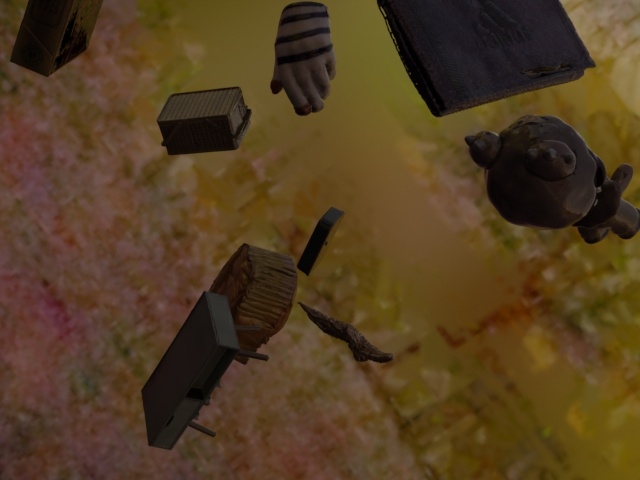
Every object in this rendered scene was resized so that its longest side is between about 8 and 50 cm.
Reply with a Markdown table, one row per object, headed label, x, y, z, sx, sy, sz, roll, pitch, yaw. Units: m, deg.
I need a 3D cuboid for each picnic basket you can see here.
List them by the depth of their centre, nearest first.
| label | x | y | z | sx | sy | sz | roll | pitch | yaw |
| --- | --- | --- | --- | --- | --- | --- | --- | --- | --- |
| picnic basket | -0.221 | -0.228 | 2.188 | 0.115 | 0.164 | 0.079 | -74 | 155 | -52 |

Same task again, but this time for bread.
| label | x | y | z | sx | sy | sz | roll | pitch | yaw |
| --- | --- | --- | --- | --- | --- | --- | --- | --- | --- |
| bread | -0.145 | 0.128 | 2.364 | 0.133 | 0.250 | 0.179 | 18 | 32 | -26 |

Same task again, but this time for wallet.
| label | x | y | z | sx | sy | sz | roll | pitch | yaw |
| --- | --- | --- | --- | --- | --- | --- | --- | --- | --- |
| wallet | 0.124 | -0.157 | 0.865 | 0.166 | 0.030 | 0.111 | -18 | 76 | -35 |

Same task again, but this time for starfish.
| label | x | y | z | sx | sy | sz | roll | pitch | yaw |
| --- | --- | --- | --- | --- | --- | --- | --- | --- | --- |
| starfish | 0.056 | 0.195 | 2.305 | 0.227 | 0.043 | 0.240 | 35 | -14 | 23 |

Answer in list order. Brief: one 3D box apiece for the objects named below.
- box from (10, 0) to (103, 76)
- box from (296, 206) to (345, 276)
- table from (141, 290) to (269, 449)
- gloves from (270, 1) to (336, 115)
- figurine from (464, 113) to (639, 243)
| label | x | y | z | sx | sy | sz | roll | pitch | yaw |
| --- | --- | --- | --- | --- | --- | --- | --- | --- | --- |
| box | -0.369 | -0.376 | 1.701 | 0.071 | 0.240 | 0.159 | 25 | 26 | -2 |
| box | 0.000 | 0.000 | 2.139 | 0.031 | 0.126 | 0.091 | 30 | 30 | 7 |
| table | -0.181 | 0.215 | 1.822 | 0.111 | 0.240 | 0.121 | 17 | 34 | -28 |
| gloves | -0.034 | -0.372 | 2.371 | 0.131 | 0.140 | 0.218 | 102 | -11 | -78 |
| figurine | 0.445 | -0.096 | 2.120 | 0.381 | 0.203 | 0.248 | 26 | -2 | -39 |
